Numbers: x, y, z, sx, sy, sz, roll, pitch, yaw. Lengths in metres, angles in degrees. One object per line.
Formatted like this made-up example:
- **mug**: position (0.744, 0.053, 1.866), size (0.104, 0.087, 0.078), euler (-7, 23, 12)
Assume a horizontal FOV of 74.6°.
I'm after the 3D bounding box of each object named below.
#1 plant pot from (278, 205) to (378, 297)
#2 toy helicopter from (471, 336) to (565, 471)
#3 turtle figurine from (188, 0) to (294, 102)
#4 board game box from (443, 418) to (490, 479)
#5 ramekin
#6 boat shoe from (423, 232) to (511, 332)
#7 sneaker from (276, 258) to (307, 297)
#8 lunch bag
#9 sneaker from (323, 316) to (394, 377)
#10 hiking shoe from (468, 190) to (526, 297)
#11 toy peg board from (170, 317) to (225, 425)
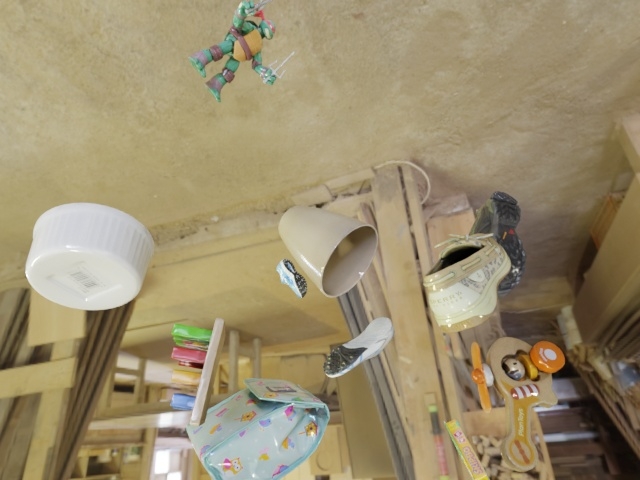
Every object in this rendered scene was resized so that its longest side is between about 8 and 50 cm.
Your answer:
- **plant pot**: position (0.000, 0.000, 1.353), size (0.256, 0.274, 0.256), euler (-33, 141, -31)
- **toy helicopter**: position (0.507, 0.415, 1.117), size (0.235, 0.355, 0.140), euler (16, 140, 6)
- **turtle figurine**: position (-0.160, -0.414, 0.907), size (0.234, 0.118, 0.175), euler (-39, 133, -5)
- **board game box**: position (0.335, 0.494, 0.911), size (0.039, 0.124, 0.259), euler (-30, 126, 5)
- **ramekin**: position (-0.563, 0.052, 1.034), size (0.277, 0.135, 0.277), euler (-6, 138, -6)
- **boat shoe**: position (0.226, 0.036, 0.653), size (0.104, 0.089, 0.285), euler (-28, -175, 29)
- **sneaker**: position (-0.111, 0.150, 1.605), size (0.073, 0.162, 0.063), euler (-35, 175, 36)
- **lunch bag**: position (-0.128, 0.395, 0.893), size (0.262, 0.160, 0.223), euler (-29, -174, -24)
- **sneaker**: position (0.114, 0.308, 1.171), size (0.237, 0.085, 0.086), euler (-33, 125, -17)
- **hiking shoe**: position (0.354, 0.018, 0.866), size (0.086, 0.227, 0.114), euler (17, 157, -5)
- **toy peg board**: position (-0.218, 0.219, 0.711), size (0.079, 0.161, 0.161), euler (12, 156, -7)
